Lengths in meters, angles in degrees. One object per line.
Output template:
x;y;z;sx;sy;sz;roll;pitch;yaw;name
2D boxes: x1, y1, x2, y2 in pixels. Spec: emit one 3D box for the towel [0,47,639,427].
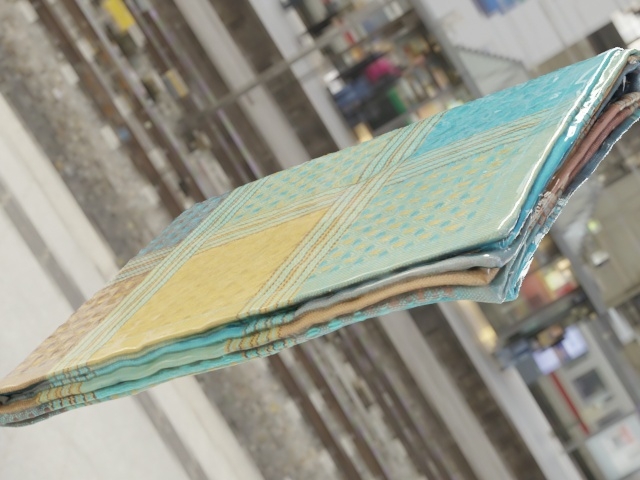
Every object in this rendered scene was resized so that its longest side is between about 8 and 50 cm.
0.000;0.000;0.865;0.040;0.370;0.271;61;37;-14;towel
